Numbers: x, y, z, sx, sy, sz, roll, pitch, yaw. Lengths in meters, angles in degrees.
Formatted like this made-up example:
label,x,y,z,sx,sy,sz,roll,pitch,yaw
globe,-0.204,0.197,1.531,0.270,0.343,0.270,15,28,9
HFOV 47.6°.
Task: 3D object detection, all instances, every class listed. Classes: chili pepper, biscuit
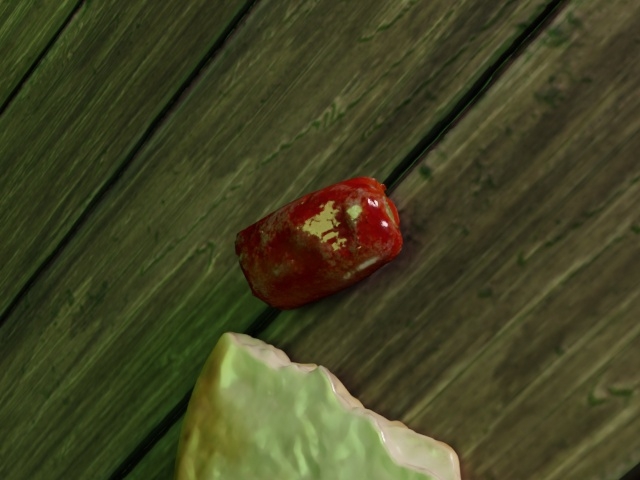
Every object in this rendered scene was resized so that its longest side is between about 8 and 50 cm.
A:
label,x,y,z,sx,sy,sz,roll,pitch,yaw
chili pepper,0.000,0.000,0.509,0.123,0.070,0.073,-26,45,30
biscuit,0.007,0.199,0.454,0.309,0.040,0.204,24,90,39
